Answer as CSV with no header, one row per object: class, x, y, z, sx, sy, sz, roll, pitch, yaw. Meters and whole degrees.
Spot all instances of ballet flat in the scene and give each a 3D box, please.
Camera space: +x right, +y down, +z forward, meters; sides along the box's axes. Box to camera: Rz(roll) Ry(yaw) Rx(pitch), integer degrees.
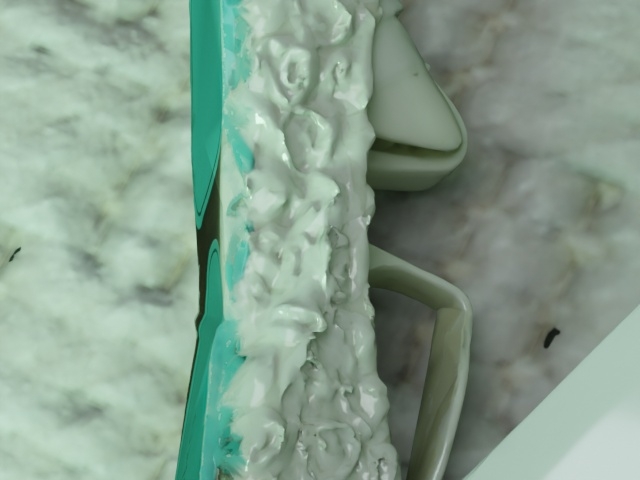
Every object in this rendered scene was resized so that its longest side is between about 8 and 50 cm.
ballet flat,0.000,0.000,0.873,0.147,0.147,0.409,-4,70,15

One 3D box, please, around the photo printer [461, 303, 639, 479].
photo printer,0.231,0.130,0.730,0.256,0.107,0.307,-43,66,-7
